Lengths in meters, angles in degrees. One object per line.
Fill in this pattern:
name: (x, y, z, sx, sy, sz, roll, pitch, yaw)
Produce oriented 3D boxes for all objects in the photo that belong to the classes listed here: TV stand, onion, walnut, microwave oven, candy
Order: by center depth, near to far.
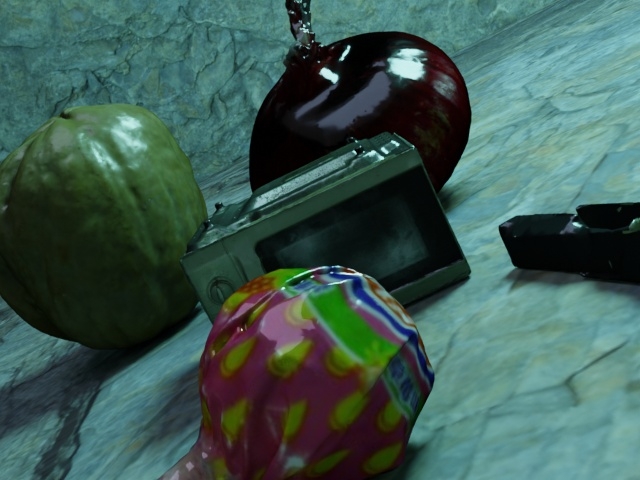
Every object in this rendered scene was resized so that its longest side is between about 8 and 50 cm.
candy: (-0.097, 0.149, 0.405, 0.365, 0.124, 0.124, -38, 14, -8)
TV stand: (0.197, 0.001, 0.481, 0.042, 0.036, 0.249, -33, 14, -20)
microwave oven: (0.000, 0.000, 0.678, 0.205, 0.129, 0.163, -26, 14, 3)
onion: (0.020, -0.135, 0.872, 0.273, 0.285, 0.273, -27, 34, 20)
walnut: (-0.249, -0.013, 0.908, 0.283, 0.283, 0.227, -32, 25, -22)
